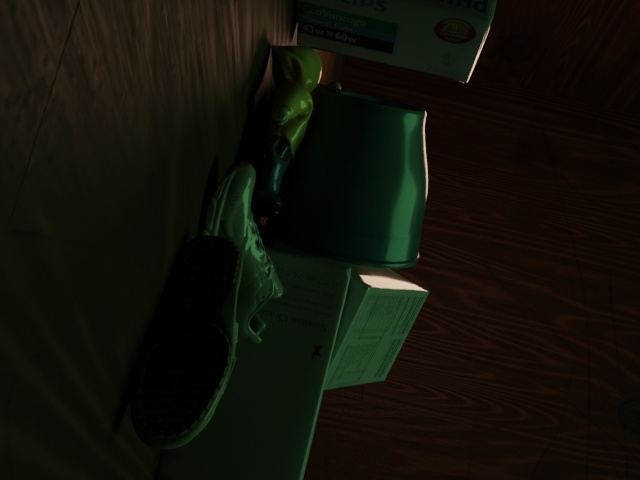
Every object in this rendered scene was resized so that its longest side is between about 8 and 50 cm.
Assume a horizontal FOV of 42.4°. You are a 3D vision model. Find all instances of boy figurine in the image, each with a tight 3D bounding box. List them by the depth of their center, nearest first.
[{"bbox_3d":[-0.064,-0.183,1.288,0.177,0.092,0.285,114,-11,-78],"label":"boy figurine"}]

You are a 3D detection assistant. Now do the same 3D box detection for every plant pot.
[{"bbox_3d":[0.065,-0.117,1.398,0.271,0.272,0.255,-72,175,-76],"label":"plant pot"}]

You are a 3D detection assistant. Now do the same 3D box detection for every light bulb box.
[{"bbox_3d":[0.163,-0.538,1.571,0.225,0.358,0.361,95,10,-70],"label":"light bulb box"}]

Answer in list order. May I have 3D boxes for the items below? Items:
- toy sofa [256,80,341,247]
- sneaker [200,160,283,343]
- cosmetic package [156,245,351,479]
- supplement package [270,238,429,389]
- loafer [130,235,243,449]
[{"bbox_3d":[-0.024,-0.122,1.613,0.150,0.177,0.362,-89,-170,-63],"label":"toy sofa"},{"bbox_3d":[-0.101,0.022,1.109,0.099,0.121,0.262,-76,179,-67],"label":"sneaker"},{"bbox_3d":[-0.096,0.203,1.252,0.156,0.217,0.384,-12,113,-87],"label":"cosmetic package"},{"bbox_3d":[0.025,0.127,1.469,0.263,0.199,0.198,9,108,-60],"label":"supplement package"},{"bbox_3d":[-0.138,0.119,0.928,0.092,0.102,0.268,93,8,-51],"label":"loafer"}]
